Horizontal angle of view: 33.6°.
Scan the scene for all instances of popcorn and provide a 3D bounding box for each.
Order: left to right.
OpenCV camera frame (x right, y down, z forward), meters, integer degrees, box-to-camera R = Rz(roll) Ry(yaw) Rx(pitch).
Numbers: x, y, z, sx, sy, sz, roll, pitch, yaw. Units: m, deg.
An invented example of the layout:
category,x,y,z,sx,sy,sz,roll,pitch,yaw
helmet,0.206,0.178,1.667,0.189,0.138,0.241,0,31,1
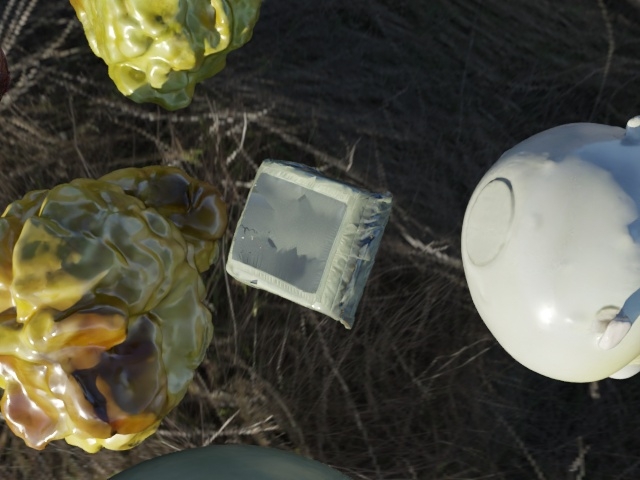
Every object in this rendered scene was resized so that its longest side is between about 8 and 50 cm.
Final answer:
category,x,y,z,sx,sy,sz,roll,pitch,yaw
popcorn,-0.227,0.050,1.084,0.225,0.265,0.332,11,61,37
popcorn,-0.166,-0.261,1.116,0.181,0.217,0.235,-12,111,-32

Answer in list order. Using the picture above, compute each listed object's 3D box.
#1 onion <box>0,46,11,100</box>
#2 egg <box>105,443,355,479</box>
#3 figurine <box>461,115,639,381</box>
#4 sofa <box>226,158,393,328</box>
category,x,y,z,sx,sy,sz,roll,pitch,yaw
onion,-0.607,-0.240,1.704,0.230,0.230,0.163,-22,55,-10
egg,-0.036,0.174,0.398,0.186,0.253,0.186,3,56,-4
figurine,0.320,0.000,0.855,0.394,0.274,0.226,10,38,-17
sofa,0.000,0.000,1.576,0.225,0.176,0.210,18,92,29
